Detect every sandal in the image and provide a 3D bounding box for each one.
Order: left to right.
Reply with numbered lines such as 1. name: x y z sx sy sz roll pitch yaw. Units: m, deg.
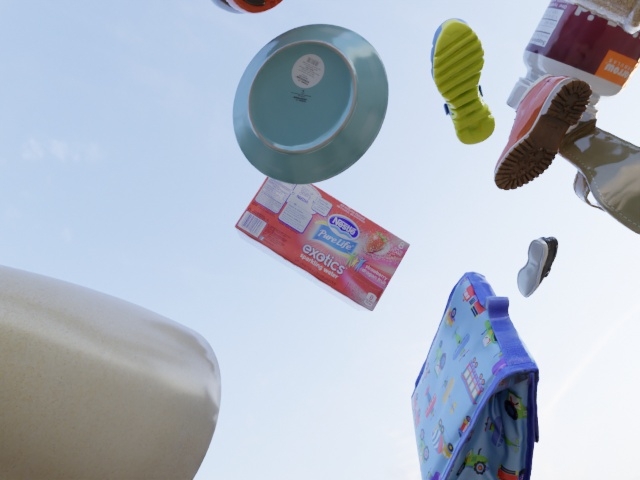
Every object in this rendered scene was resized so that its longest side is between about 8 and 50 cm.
1. sandal: 0.334 -0.388 1.137 0.126 0.138 0.317 -18 -47 10
2. sandal: 0.367 -0.082 0.601 0.088 0.240 0.079 -31 -37 8

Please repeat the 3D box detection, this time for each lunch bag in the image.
1. lunch bag: 0.218 0.201 0.662 0.138 0.221 0.293 2 -64 3

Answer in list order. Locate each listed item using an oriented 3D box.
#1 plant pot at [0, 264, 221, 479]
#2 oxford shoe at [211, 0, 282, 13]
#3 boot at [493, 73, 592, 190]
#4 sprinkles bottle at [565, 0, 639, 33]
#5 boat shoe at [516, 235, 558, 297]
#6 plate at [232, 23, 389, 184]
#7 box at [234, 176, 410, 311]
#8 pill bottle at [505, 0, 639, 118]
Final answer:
1. plant pot: -0.281 0.137 0.454 0.256 0.256 0.274 -29 -46 7
2. oxford shoe: -0.025 -0.364 0.550 0.271 0.098 0.097 -40 -55 -16
3. boot: 0.276 -0.142 0.613 0.059 0.084 0.158 21 -63 -17
4. sprinkles bottle: 0.316 -0.427 0.650 0.121 0.355 0.121 -47 -17 -19
5. boat shoe: 0.366 0.045 0.784 0.038 0.046 0.125 -14 -53 -16
6. plate: -0.019 -0.156 0.515 0.188 0.188 0.024 -35 -17 13
7. box: 0.000 0.000 0.916 0.300 0.142 0.154 31 -100 0
8. pill bottle: 0.570 -0.434 0.966 0.224 0.224 0.392 7 -60 -26
